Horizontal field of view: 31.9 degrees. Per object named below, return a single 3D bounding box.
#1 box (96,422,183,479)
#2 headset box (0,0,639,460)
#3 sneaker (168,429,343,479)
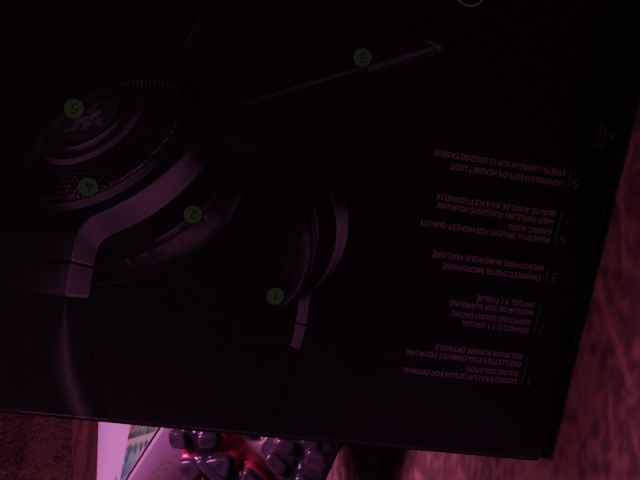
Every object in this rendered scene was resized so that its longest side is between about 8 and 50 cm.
[{"bbox_3d":[-0.161,0.109,1.159,0.232,0.058,0.322,-56,27,27],"label":"box"},{"bbox_3d":[-0.018,-0.058,0.438,0.131,0.246,0.283,-135,53,-71],"label":"headset box"},{"bbox_3d":[0.000,0.000,0.612,0.299,0.121,0.112,-69,-13,17],"label":"sneaker"}]
